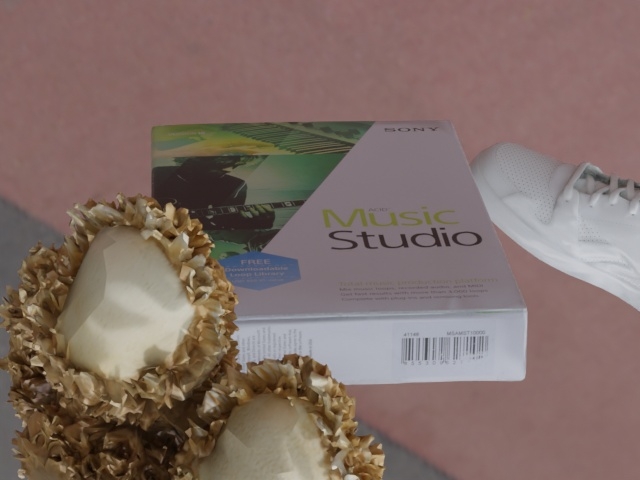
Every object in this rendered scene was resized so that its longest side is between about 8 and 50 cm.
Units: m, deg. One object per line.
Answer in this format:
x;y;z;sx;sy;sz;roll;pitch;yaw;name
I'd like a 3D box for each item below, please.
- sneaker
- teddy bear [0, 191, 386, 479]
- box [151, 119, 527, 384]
0.275;-0.036;1.578;0.108;0.292;0.169;-53;171;-47;sneaker
-0.056;0.102;0.835;0.113;0.245;0.338;-43;152;-29;teddy bear
0.000;0.000;1.294;0.232;0.322;0.058;-2;114;-5;box
